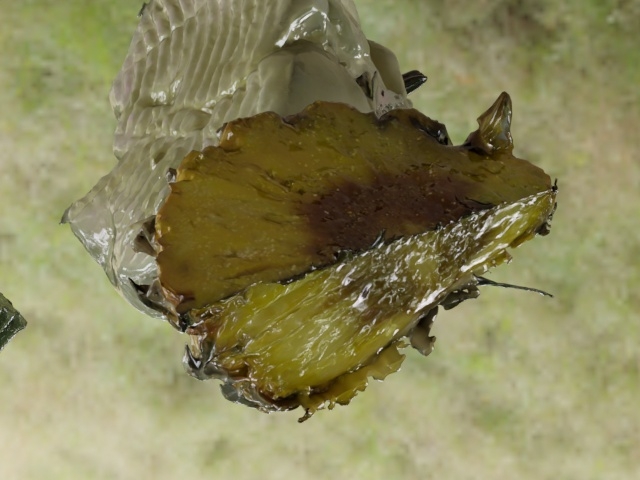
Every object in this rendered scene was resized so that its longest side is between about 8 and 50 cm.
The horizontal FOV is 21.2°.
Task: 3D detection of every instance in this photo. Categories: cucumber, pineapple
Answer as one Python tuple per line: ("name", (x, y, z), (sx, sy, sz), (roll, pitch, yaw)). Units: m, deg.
("cucumber", (0.039, -0.123, 1.579), (0.135, 0.034, 0.033), (-18, -164, -11))
("pineapple", (-0.001, 0.005, 1.070), (0.334, 0.158, 0.161), (-26, -130, -34))

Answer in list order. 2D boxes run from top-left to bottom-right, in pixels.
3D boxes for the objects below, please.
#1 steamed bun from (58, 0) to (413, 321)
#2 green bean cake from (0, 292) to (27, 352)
("steamed bun", (-0.040, -0.065, 1.289), (0.206, 0.320, 0.275), (32, 152, -33))
("green bean cake", (-0.426, 0.047, 1.857), (0.183, 0.094, 0.185), (39, -178, 21))
